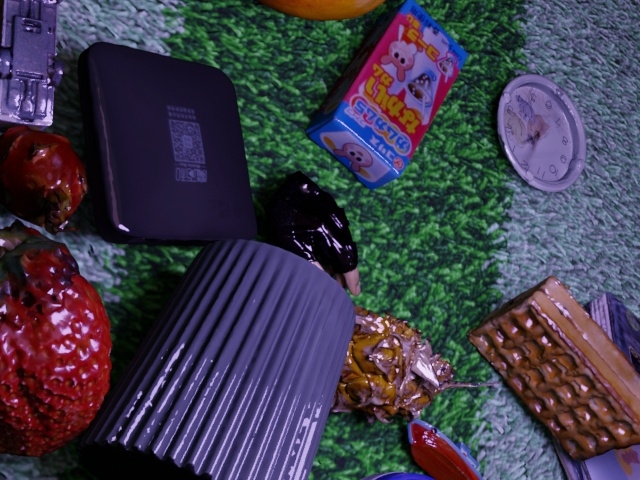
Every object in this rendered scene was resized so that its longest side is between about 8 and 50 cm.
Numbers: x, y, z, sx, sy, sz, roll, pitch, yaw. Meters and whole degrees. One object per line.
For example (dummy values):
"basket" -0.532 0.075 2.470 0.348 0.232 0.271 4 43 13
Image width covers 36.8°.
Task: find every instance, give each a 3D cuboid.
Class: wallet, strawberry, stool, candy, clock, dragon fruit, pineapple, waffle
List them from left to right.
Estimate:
"strawberry" -0.386 0.131 1.185 0.238 0.250 0.289 -4 113 -21
"dragon fruit" -0.360 -0.068 1.248 0.125 0.246 0.126 -3 114 -26
"stool" -0.121 0.199 1.299 0.297 0.297 0.330 36 57 -20
"pineapple" 0.087 0.199 1.486 0.334 0.158 0.161 34 66 -17
"candy" 0.119 -0.254 1.658 0.157 0.100 0.306 41 62 -18
"clock" 0.416 -0.203 1.854 0.236 0.053 0.237 8 76 -32
"waffle" 0.417 0.224 1.631 0.091 0.213 0.308 -39 87 -32
"wallet" 0.537 0.398 1.776 0.230 0.069 0.170 4 59 -33

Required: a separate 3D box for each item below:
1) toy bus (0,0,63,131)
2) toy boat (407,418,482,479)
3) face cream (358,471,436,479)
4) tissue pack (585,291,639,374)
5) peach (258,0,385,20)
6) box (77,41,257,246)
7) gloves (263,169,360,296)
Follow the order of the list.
"toy bus" -0.411 -0.283 1.335 0.092 0.106 0.268 5 78 -31
"toy boat" 0.199 0.349 1.582 0.173 0.069 0.059 43 39 -17
"face cream" 0.114 0.460 1.476 0.205 0.111 0.206 8 74 -29
"tissue pack" 0.568 0.227 1.782 0.173 0.073 0.236 43 33 -19
"peach" -0.012 -0.483 1.536 0.307 0.289 0.289 -31 96 -5
"box" -0.218 -0.130 1.393 0.290 0.073 0.289 1 77 -53
"gloves" 0.000 0.000 1.506 0.203 0.124 0.164 43 34 1
